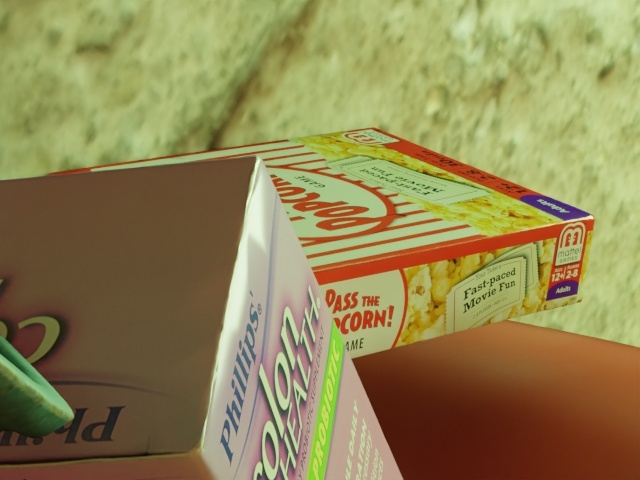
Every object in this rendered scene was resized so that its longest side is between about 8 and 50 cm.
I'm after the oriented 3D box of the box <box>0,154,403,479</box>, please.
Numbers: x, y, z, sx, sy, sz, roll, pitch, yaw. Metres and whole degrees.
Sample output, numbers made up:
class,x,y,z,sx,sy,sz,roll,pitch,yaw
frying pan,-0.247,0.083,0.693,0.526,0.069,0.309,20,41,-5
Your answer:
class,x,y,z,sx,sy,sz,roll,pitch,yaw
box,-0.094,0.099,0.630,0.243,0.213,0.117,66,26,-47

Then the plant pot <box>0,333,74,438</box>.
class,x,y,z,sx,sy,sz,roll,pitch,yaw
plant pot,-0.293,0.038,0.387,0.334,0.341,0.341,-45,134,-9

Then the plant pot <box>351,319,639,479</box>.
class,x,y,z,sx,sy,sz,roll,pitch,yaw
plant pot,0.106,0.162,0.864,0.275,0.243,0.275,-20,121,-38

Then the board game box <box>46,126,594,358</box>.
class,x,y,z,sx,sy,sz,roll,pitch,yaw
board game box,0.000,0.000,0.760,0.193,0.147,0.045,-11,116,-41
